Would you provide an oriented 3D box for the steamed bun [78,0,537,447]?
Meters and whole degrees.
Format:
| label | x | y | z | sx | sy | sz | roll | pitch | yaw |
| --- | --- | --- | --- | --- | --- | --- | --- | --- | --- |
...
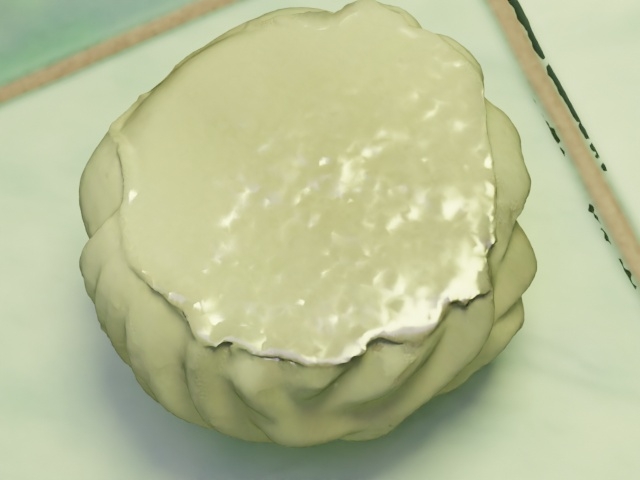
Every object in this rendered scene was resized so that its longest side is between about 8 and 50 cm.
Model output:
| label | x | y | z | sx | sy | sz | roll | pitch | yaw |
| --- | --- | --- | --- | --- | --- | --- | --- | --- | --- |
| steamed bun | 0.000 | 0.000 | 0.700 | 0.182 | 0.106 | 0.183 | -2 | 68 | 6 |
